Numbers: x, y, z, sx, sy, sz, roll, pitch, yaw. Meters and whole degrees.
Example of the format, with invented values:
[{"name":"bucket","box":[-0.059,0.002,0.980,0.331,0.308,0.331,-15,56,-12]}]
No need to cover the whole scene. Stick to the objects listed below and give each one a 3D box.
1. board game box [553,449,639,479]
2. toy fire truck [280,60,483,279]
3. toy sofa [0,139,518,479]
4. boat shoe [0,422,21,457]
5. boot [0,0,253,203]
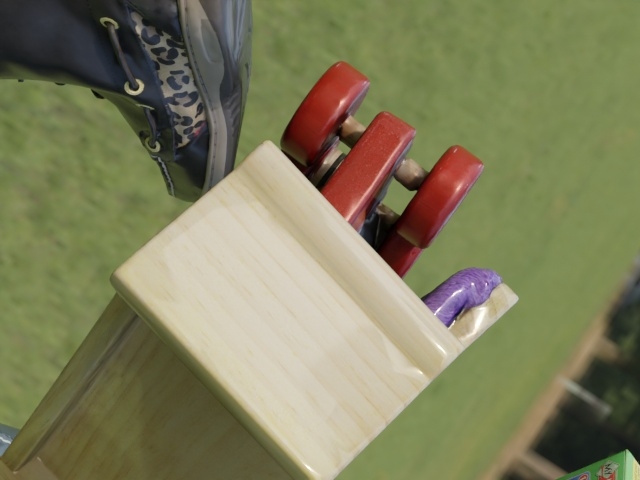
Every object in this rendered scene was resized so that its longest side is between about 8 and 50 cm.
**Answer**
[{"name":"board game box","box":[0.233,0.370,2.037,0.213,0.046,0.317,-26,-153,25]},{"name":"toy fire truck","box":[0.000,0.000,1.832,0.254,0.169,0.302,-52,177,-21]},{"name":"toy sofa","box":[-0.056,0.089,1.109,0.177,0.150,0.362,-41,175,-33]},{"name":"boat shoe","box":[-0.249,0.209,1.804,0.099,0.319,0.116,-56,-153,-14]},{"name":"boot","box":[-0.204,-0.154,1.667,0.377,0.284,0.138,94,3,-68]}]
